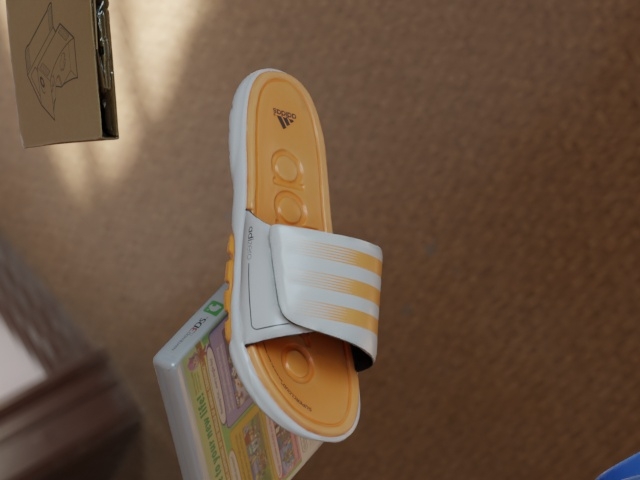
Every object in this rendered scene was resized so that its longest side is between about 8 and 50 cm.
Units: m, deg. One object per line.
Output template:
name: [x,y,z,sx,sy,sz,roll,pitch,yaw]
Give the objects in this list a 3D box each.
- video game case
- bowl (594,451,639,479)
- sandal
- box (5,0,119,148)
video game case: [-0.043,0.105,1.443,0.023,0.193,0.212,20,139,29]
bowl: [0.470,0.205,1.966,0.391,0.391,0.077,-30,82,51]
sandal: [-0.008,-0.002,1.265,0.076,0.102,0.265,-27,63,44]
box: [-0.250,-0.173,1.853,0.201,0.021,0.164,1,97,58]
